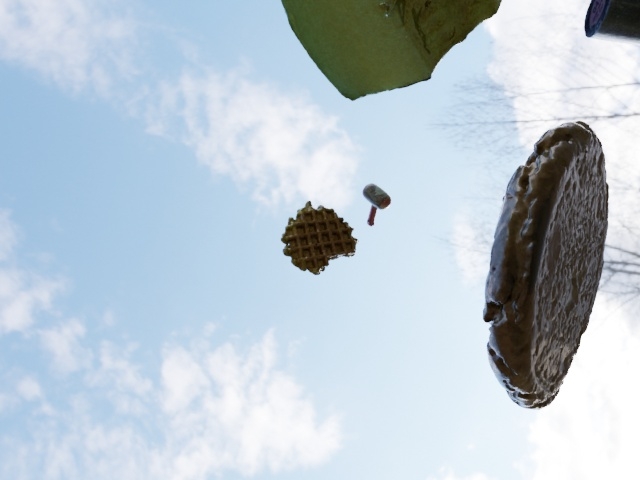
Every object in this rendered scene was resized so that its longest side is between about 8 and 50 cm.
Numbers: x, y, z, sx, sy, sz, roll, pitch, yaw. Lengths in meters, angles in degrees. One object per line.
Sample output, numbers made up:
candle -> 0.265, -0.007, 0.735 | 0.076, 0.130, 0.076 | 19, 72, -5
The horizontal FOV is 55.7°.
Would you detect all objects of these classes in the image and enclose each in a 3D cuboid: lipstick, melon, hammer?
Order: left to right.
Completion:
hammer -> 0.090, -0.054, 1.013 | 0.031, 0.052, 0.083 | -28, -33, -30
melon -> 0.089, -0.379, 0.767 | 0.331, 0.226, 0.343 | -33, -53, 10
lipstick -> 0.369, -0.189, 0.561 | 0.234, 0.053, 0.053 | 13, -91, -1

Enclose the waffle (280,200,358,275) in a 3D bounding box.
waffle -> -0.002, -0.001, 0.645 | 0.078, 0.016, 0.085 | 46, -123, 1

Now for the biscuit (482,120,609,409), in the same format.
biscuit -> 0.181, 0.020, 0.477 | 0.226, 0.042, 0.225 | -17, -69, -51
